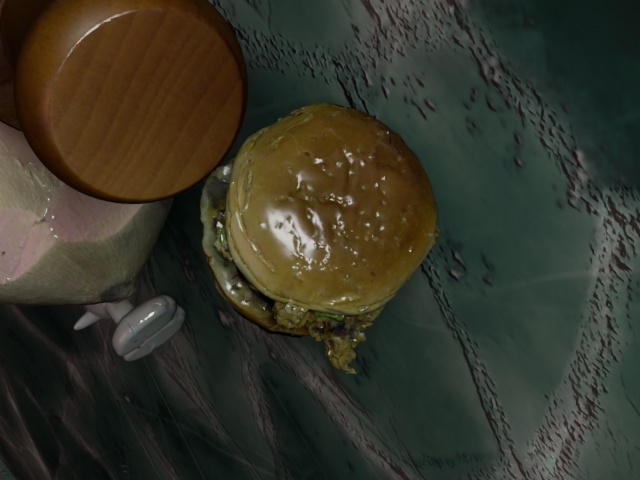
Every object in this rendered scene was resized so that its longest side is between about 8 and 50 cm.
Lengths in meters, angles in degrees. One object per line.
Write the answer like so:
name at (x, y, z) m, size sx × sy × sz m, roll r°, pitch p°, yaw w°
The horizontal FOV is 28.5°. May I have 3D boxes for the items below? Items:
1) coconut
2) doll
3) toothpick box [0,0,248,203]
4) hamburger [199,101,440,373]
coconut at (-0.251, -0.039, 1.175) m, size 0.230 × 0.227 × 0.227 m, roll 61°, pitch 154°, yaw 7°
doll at (-0.261, -0.010, 1.345) m, size 0.271 × 0.144 × 0.208 m, roll 44°, pitch 170°, yaw 35°
toothpick box at (-0.165, -0.141, 0.917) m, size 0.294 × 0.192 × 0.192 m, roll 43°, pitch 151°, yaw 57°
hamburger at (0.000, 0.000, 0.851) m, size 0.131 × 0.159 × 0.185 m, roll -29°, pitch 72°, yaw 61°
